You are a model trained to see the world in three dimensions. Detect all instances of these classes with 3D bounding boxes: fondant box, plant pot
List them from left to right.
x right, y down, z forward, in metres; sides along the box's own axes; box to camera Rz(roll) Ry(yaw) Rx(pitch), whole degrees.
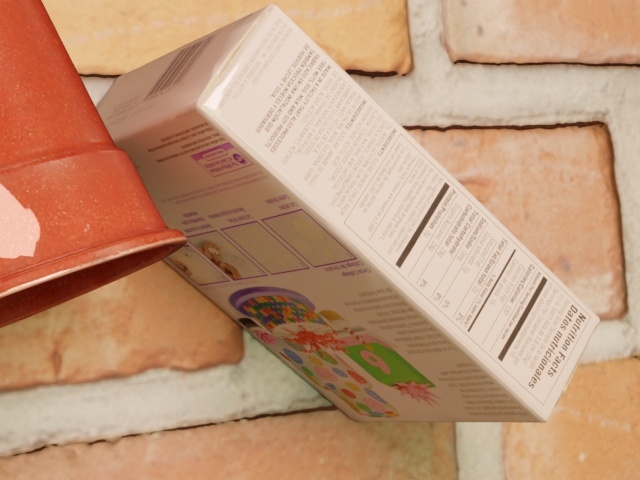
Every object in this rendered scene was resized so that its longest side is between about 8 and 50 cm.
[{"bbox_3d":[-0.256,-0.071,0.911,0.272,0.272,0.265,-21,88,-31],"label":"plant pot"},{"bbox_3d":[0.000,0.000,1.058,0.330,0.238,0.096,43,64,-21],"label":"fondant box"}]
